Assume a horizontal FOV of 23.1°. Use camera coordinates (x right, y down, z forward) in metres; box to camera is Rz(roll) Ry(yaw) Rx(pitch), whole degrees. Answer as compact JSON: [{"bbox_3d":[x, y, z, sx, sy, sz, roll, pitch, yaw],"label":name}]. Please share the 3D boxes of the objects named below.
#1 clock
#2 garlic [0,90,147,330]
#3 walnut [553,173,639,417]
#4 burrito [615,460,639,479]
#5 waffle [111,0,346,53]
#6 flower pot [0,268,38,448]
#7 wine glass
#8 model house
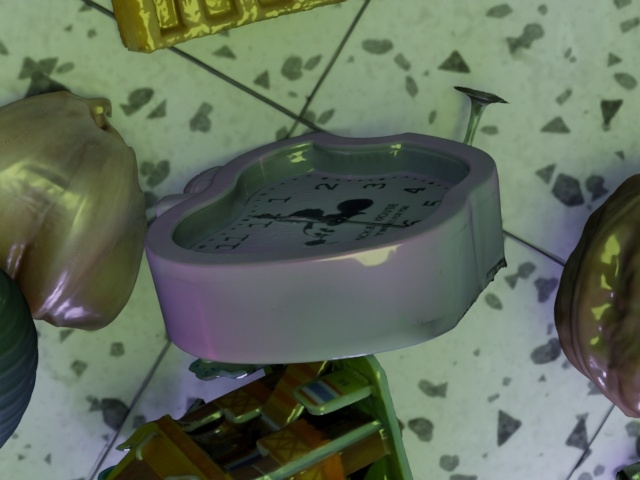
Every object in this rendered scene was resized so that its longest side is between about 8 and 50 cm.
[{"bbox_3d":[0.000,0.000,1.456,0.338,0.338,0.102,-14,112,-11],"label":"clock"},{"bbox_3d":[-0.267,-0.029,1.501,0.217,0.110,0.228,14,103,-16],"label":"garlic"},{"bbox_3d":[0.367,0.061,1.624,0.227,0.273,0.273,-4,112,-51],"label":"walnut"},{"bbox_3d":[0.450,0.262,1.803,0.229,0.089,0.144,-28,126,-5],"label":"burrito"},{"bbox_3d":[-0.092,-0.312,1.486,0.248,0.055,0.221,-16,111,-10],"label":"waffle"},{"bbox_3d":[-0.361,0.119,1.465,0.189,0.157,0.243,18,131,-5],"label":"flower pot"},{"bbox_3d":[0.141,-0.058,1.627,0.066,0.066,0.198,10,103,-18],"label":"wine glass"},{"bbox_3d":[-0.115,0.209,1.480,0.313,0.357,0.242,-22,114,-19],"label":"model house"}]
